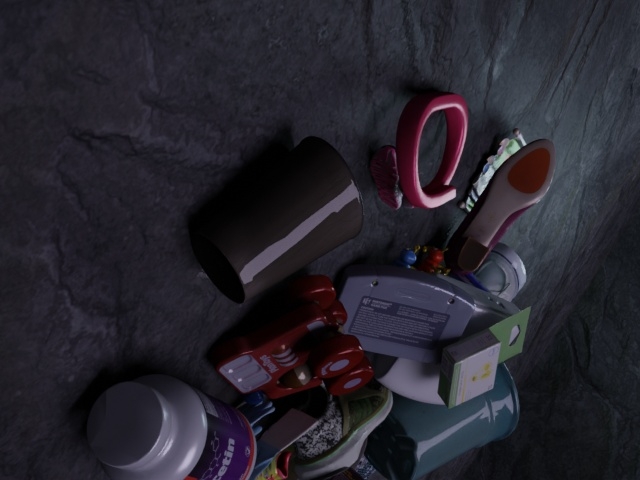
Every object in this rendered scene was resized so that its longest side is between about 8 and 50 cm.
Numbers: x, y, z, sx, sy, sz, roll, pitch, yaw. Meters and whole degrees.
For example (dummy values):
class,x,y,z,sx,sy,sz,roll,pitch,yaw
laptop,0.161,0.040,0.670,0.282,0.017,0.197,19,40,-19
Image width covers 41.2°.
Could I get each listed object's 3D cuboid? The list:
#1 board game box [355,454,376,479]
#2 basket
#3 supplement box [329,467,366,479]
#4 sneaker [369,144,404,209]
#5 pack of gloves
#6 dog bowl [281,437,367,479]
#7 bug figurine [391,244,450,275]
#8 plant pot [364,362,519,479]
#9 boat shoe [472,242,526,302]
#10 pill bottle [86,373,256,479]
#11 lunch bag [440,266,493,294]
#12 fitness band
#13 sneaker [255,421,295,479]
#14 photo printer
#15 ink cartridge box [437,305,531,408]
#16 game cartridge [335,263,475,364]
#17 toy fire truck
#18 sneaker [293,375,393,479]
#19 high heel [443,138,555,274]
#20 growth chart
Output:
class,x,y,z,sx,sy,sz,roll,pitch,yaw
board game box,0.162,0.567,2.397,0.243,0.042,0.165,-31,132,-30
basket,-0.068,-0.020,1.284,0.227,0.154,0.204,-36,147,-25
supplement box,0.040,0.649,2.056,0.188,0.104,0.081,-45,153,-17
sneaker,0.140,-0.132,1.588,0.075,0.063,0.170,-52,153,-21
pack of gloves,-0.140,0.393,1.592,0.232,0.195,0.046,-36,121,-30
dog bowl,-0.036,0.568,2.067,0.349,0.102,0.348,-39,150,-27
bug figurine,0.188,0.095,1.916,0.216,0.072,0.279,-55,159,15
plant pot,0.280,0.444,2.219,0.334,0.341,0.341,-24,141,-33
boat shoe,0.456,0.147,2.369,0.156,0.136,0.367,-41,160,-20
pill bottle,-0.236,0.321,1.364,0.181,0.181,0.323,-51,153,-6
lunch bag,0.355,0.178,2.114,0.090,0.219,0.176,1,125,-35
fitness band,0.208,-0.170,1.580,0.291,0.054,0.209,-24,118,-59
sneaker,-0.121,0.504,1.863,0.208,0.094,0.081,-57,155,8
photo printer,0.280,0.242,1.946,0.256,0.107,0.307,22,115,-26
ink cartridge box,0.370,0.257,1.860,0.235,0.056,0.171,-21,138,-17
game cartridge,0.164,0.151,1.777,0.294,0.060,0.196,14,121,-16
toy fire truck,-0.053,0.216,1.601,0.254,0.169,0.302,-25,152,0
sneaker,0.038,0.357,1.894,0.158,0.182,0.410,-19,-167,26
high heel,0.420,-0.083,2.042,0.377,0.127,0.181,-51,-178,-2
growth chart,0.414,-0.156,2.026,0.237,0.021,0.172,-54,153,13
